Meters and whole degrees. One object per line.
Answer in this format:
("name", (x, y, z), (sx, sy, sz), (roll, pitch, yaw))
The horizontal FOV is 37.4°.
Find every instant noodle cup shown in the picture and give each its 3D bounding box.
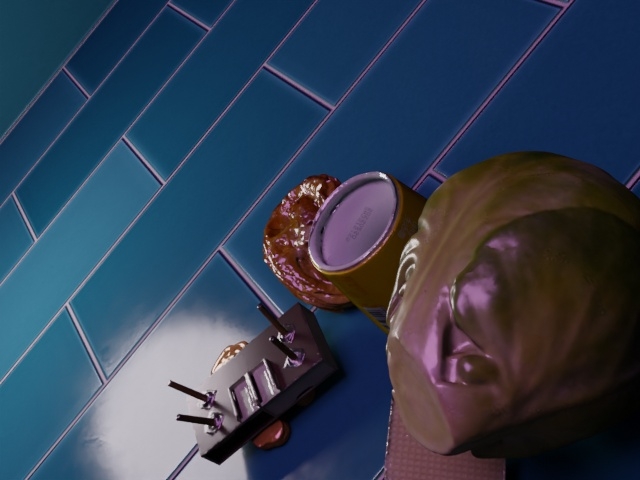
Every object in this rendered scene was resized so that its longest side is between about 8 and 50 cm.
("instant noodle cup", (0.113, 0.033, 1.228), (0.215, 0.236, 0.215), (-29, 43, 31))

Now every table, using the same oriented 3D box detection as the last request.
("table", (-0.112, 0.197, 1.379), (0.240, 0.111, 0.121), (-41, 42, 13))

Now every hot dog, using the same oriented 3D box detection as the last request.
("hot dog", (-0.003, -0.002, 1.480), (0.175, 0.114, 0.259), (-47, 36, 8))

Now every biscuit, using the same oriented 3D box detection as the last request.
("biscuit", (0.136, 0.296, 1.079), (0.147, 0.046, 0.250), (4, 56, 6))
("biscuit", (-0.100, 0.225, 1.463), (0.144, 0.040, 0.236), (-52, 38, -10))

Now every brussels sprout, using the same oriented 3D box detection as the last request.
("brussels sprout", (0.218, 0.080, 1.016), (0.355, 0.289, 0.281), (-36, 38, -26))
